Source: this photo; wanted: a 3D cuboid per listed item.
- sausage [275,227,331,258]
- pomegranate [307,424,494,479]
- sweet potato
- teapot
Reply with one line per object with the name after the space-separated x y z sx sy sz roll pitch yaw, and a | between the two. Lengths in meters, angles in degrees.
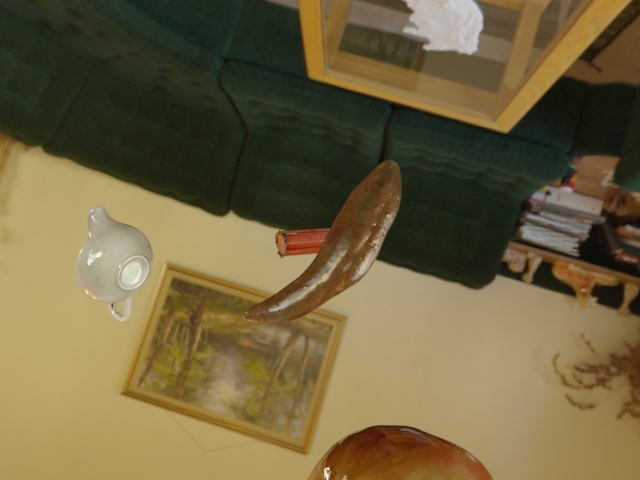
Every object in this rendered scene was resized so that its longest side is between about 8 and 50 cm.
0.000 0.000 0.886 0.145 0.050 0.048 -4 -142 -26 | sausage
0.114 0.352 0.667 0.270 0.229 0.252 16 142 -26 | pomegranate
0.026 0.004 0.585 0.078 0.255 0.058 29 159 29 | sweet potato
-0.363 0.053 0.973 0.092 0.226 0.145 23 -151 31 | teapot
